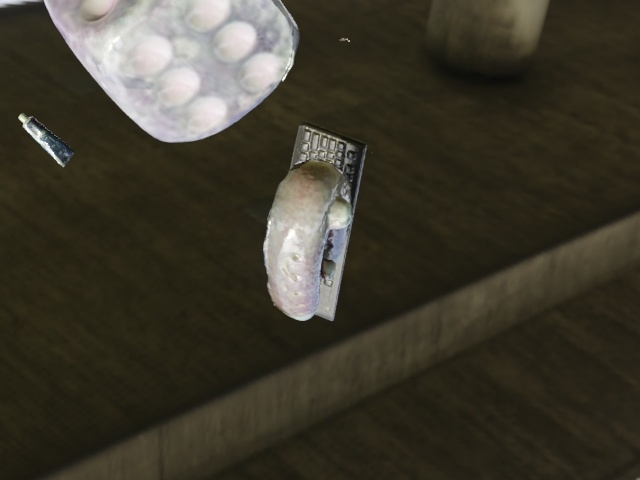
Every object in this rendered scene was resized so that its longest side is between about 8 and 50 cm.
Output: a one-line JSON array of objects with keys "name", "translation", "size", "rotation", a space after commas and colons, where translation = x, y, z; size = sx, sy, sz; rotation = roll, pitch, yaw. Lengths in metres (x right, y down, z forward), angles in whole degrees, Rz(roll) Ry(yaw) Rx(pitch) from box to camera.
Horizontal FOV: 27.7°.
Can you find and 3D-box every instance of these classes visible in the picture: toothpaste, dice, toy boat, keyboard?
[{"name": "toothpaste", "translation": [-0.350, -0.130, 1.650], "size": [0.083, 0.019, 0.027], "rotation": [43, -116, -10]}, {"name": "dice", "translation": [-0.212, -0.326, 1.877], "size": [0.270, 0.270, 0.271], "rotation": [-38, -132, 5]}, {"name": "toy boat", "translation": [0.000, 0.000, 1.517], "size": [0.085, 0.227, 0.155], "rotation": [18, -122, 15]}, {"name": "keyboard", "translation": [0.007, -0.066, 1.640], "size": [0.103, 0.381, 0.041], "rotation": [21, -151, 17]}]
